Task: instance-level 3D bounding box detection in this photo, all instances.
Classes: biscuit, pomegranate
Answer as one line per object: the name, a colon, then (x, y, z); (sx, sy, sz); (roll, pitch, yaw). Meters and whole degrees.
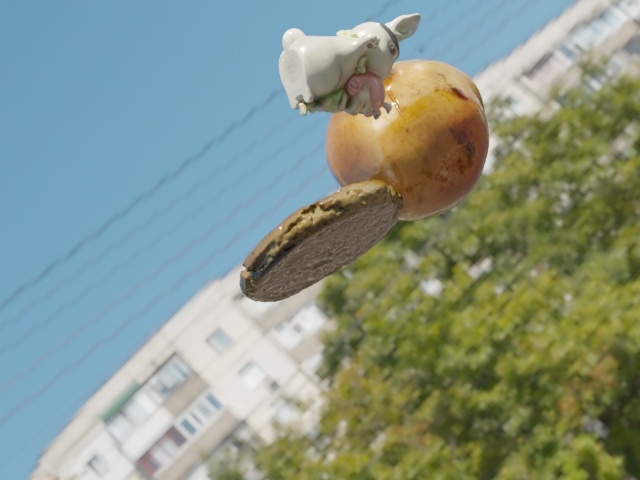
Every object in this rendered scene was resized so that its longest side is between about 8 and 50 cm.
biscuit: (0.000, 0.000, 1.727); (0.226, 0.042, 0.226); (-30, -17, -10)
pomegranate: (0.109, -0.125, 1.835); (0.209, 0.209, 0.209); (-42, -17, -16)

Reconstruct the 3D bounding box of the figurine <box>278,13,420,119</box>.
figurine: (0.035, -0.167, 1.466); (0.146, 0.081, 0.098); (-13, -70, -26)
